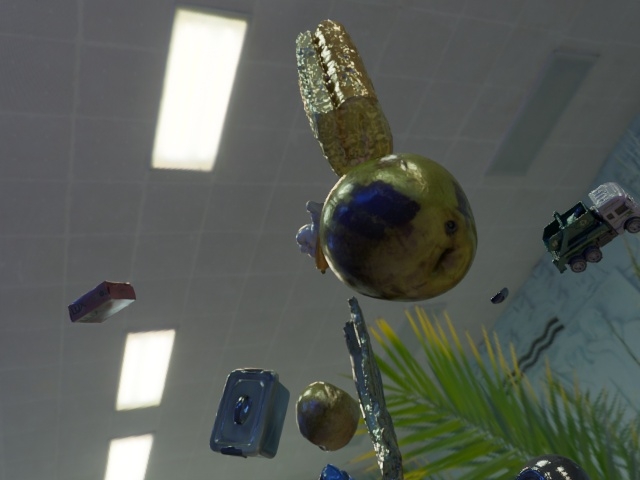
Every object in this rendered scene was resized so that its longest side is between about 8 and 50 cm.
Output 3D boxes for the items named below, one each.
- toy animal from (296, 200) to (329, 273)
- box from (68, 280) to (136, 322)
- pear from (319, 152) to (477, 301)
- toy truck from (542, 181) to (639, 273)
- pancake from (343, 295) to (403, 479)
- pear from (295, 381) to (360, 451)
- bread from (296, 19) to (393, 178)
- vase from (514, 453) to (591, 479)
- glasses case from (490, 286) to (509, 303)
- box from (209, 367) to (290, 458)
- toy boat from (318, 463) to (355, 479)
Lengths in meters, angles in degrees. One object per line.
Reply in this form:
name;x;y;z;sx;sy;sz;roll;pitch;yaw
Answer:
toy animal;0.000;0.000;1.437;0.127;0.131;0.182;-35;-16;-44
box;-0.605;0.172;1.708;0.156;0.060;0.111;-34;-19;16
pear;0.137;-0.018;1.099;0.283;0.284;0.284;-16;-41;-15
toy truck;0.588;-0.033;1.356;0.116;0.110;0.216;39;-63;-20
pancake;0.105;0.321;1.311;0.066;0.427;0.305;-14;-36;3
pear;0.018;0.615;2.132;0.228;0.211;0.188;21;-32;9
bread;0.049;-0.315;1.406;0.165;0.376;0.237;-20;-45;8
vase;0.360;0.372;0.868;0.182;0.120;0.120;21;-59;-24
glasses case;0.408;0.128;1.390;0.033;0.023;0.083;-50;-18;20
box;-0.180;0.454;1.600;0.162;0.227;0.130;-6;-34;29
toy boat;0.048;0.599;1.428;0.097;0.100;0.223;-32;-49;-29
